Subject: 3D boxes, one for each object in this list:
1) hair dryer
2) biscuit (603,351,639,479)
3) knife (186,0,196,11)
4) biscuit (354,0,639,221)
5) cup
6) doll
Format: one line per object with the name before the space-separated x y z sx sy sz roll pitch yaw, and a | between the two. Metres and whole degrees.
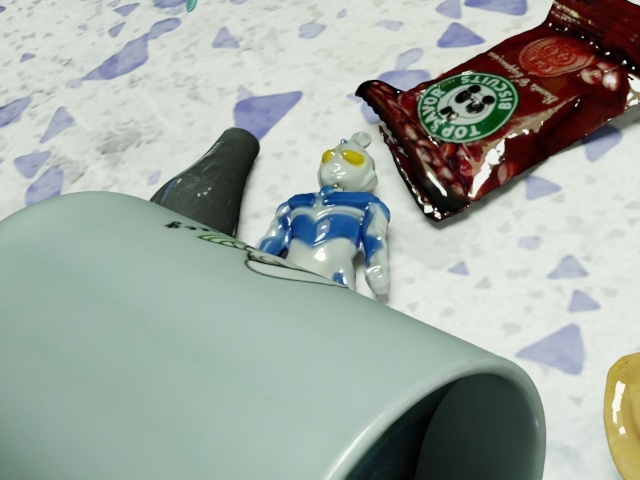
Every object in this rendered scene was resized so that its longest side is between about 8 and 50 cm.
hair dryer | -0.161 -0.015 0.799 0.219 0.075 0.195 -9 32 21
biscuit | 0.306 0.067 0.494 0.351 0.057 0.312 31 74 40
knife | -0.137 -0.275 1.100 0.014 0.005 0.091 -7 43 10
biscuit | 0.152 -0.115 0.786 0.235 0.063 0.151 -27 42 -7
cup | -0.066 0.098 0.527 0.312 0.205 0.205 24 56 37
doll | 0.000 0.000 0.723 0.114 0.057 0.227 -4 45 21
